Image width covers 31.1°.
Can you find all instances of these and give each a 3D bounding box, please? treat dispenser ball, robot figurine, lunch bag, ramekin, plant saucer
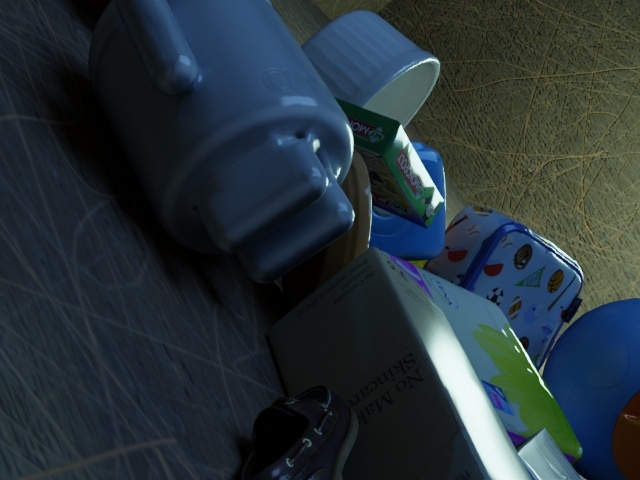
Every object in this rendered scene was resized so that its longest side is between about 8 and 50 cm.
[{"bbox_3d":[0.465,0.228,1.676,0.288,0.288,0.288,48,12,-14],"label":"treat dispenser ball"},{"bbox_3d":[-0.100,-0.129,1.112,0.353,0.199,0.300,59,2,31],"label":"robot figurine"},{"bbox_3d":[0.261,0.099,1.708,0.115,0.243,0.303,27,-2,43],"label":"lunch bag"},{"bbox_3d":[0.033,-0.207,1.695,0.135,0.277,0.277,45,10,11],"label":"ramekin"},{"bbox_3d":[0.000,0.000,1.204,0.037,0.200,0.200,8,29,-18],"label":"plant saucer"}]

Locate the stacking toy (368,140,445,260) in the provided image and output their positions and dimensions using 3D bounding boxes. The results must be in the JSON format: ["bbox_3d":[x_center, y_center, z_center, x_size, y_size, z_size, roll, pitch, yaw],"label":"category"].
[{"bbox_3d":[0.067,-0.055,1.680,0.302,0.175,0.166,-175,-97,-83],"label":"stacking toy"}]

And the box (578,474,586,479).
[{"bbox_3d":[0.390,0.403,1.705,0.183,0.056,0.231,47,13,-23],"label":"box"}]

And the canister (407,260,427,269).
[{"bbox_3d":[0.180,0.097,1.799,0.170,0.073,0.126,41,16,-45],"label":"canister"}]

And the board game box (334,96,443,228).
[{"bbox_3d":[-0.023,-0.127,1.346,0.317,0.046,0.213,25,-11,26],"label":"board game box"}]

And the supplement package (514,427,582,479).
[{"bbox_3d":[0.192,0.284,1.122,0.134,0.139,0.244,55,11,13],"label":"supplement package"}]

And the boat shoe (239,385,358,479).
[{"bbox_3d":[-0.018,0.155,0.881,0.073,0.073,0.207,51,11,-10],"label":"boat shoe"}]

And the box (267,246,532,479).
[{"bbox_3d":[0.072,0.165,1.019,0.121,0.148,0.311,42,14,-36],"label":"box"}]

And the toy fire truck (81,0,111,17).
[{"bbox_3d":[-0.180,-0.321,1.454,0.254,0.169,0.302,46,12,-23],"label":"toy fire truck"}]

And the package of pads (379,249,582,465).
[{"bbox_3d":[0.170,0.159,1.405,0.229,0.101,0.297,25,26,-34],"label":"package of pads"}]
